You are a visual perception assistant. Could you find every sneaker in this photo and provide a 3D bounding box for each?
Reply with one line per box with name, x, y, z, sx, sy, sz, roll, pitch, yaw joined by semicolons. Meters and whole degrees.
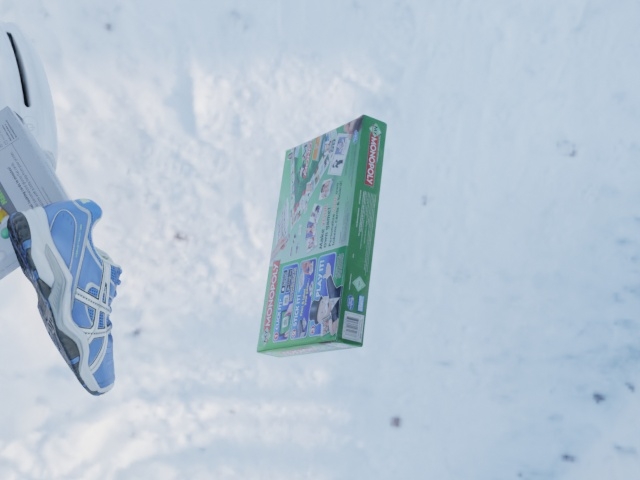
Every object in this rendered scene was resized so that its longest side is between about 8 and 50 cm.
sneaker;-0.219;0.057;0.957;0.080;0.081;0.211;37;145;47

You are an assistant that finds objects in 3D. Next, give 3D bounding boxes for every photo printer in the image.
photo printer;-0.448;-0.123;1.384;0.107;0.256;0.307;4;139;-35

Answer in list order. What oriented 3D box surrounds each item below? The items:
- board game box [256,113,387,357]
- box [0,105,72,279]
board game box;0.000;0.000;1.453;0.046;0.317;0.213;16;163;-29
box;-0.347;-0.024;1.016;0.186;0.145;0.038;-35;158;0
